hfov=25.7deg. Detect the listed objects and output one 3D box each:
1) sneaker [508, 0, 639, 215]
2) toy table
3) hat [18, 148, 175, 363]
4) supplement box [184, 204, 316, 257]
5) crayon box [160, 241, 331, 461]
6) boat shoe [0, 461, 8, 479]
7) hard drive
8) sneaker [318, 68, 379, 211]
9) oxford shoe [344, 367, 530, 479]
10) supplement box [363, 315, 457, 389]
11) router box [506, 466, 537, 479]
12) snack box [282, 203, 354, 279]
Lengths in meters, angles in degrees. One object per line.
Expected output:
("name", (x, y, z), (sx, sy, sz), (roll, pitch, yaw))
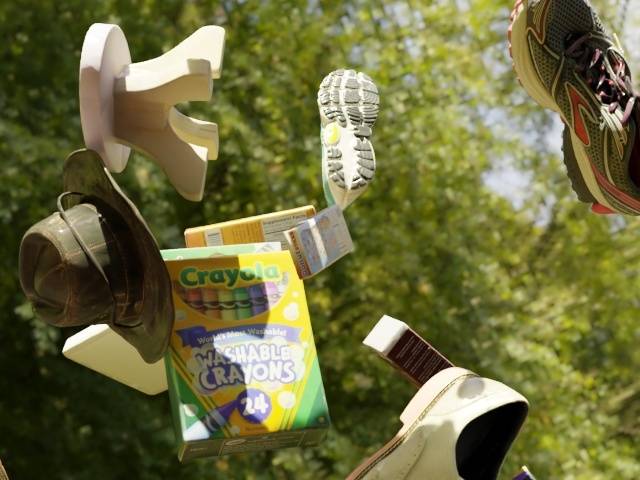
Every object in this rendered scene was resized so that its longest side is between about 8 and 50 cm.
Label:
("sneaker", (0.311, -0.161, 1.537), (0.299, 0.121, 0.112), (59, -20, -21))
("toy table", (-0.222, -0.180, 1.891), (0.274, 0.160, 0.252), (87, 9, -80))
("hat", (-0.320, 0.046, 1.855), (0.331, 0.134, 0.331), (42, -34, 38))
("supplement box", (-0.117, -0.004, 2.456), (0.078, 0.233, 0.080), (-132, -147, -85))
("crayon box", (-0.118, 0.133, 1.957), (0.083, 0.203, 0.323), (113, -31, -59))
("boat shoe", (-0.483, 0.221, 1.661), (0.341, 0.110, 0.121), (59, -26, -12))
("hard drive", (-0.327, 0.205, 2.552), (0.203, 0.040, 0.307), (27, -26, -20))
("sneaker", (0.036, -0.174, 2.384), (0.110, 0.107, 0.275), (112, -14, -57))
("oxford shoe", (0.125, 0.336, 1.802), (0.140, 0.397, 0.146), (42, -18, -28))
("supplement box", (0.204, 0.246, 2.629), (0.239, 0.073, 0.130), (39, -6, -12))
("router box", (0.364, 0.472, 1.850), (0.309, 0.081, 0.243), (48, 4, -31))
("snack box", (0.000, 0.000, 1.780), (0.064, 0.022, 0.178), (71, 20, -5))
